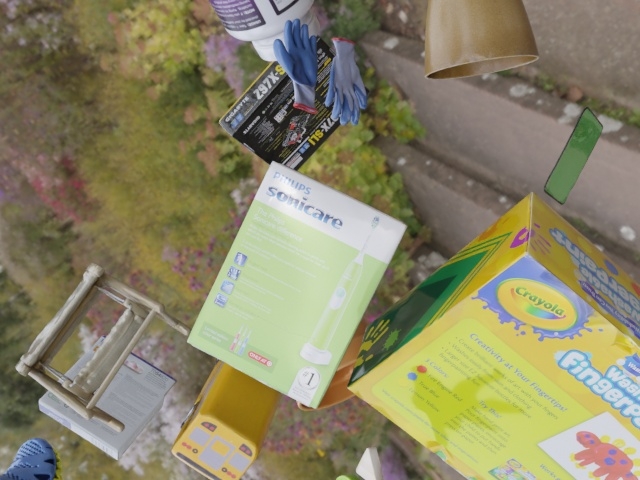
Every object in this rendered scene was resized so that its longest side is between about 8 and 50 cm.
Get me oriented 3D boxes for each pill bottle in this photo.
[{"bbox_3d":[-0.124,-0.471,1.348,0.181,0.181,0.323,37,164,49],"label":"pill bottle"}]

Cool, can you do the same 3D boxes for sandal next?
[{"bbox_3d":[-0.624,0.519,1.616,0.138,0.126,0.317,52,-164,-28],"label":"sandal"}]

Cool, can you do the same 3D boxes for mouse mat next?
[{"bbox_3d":[0.523,-0.171,1.642,0.007,0.189,0.152,31,-174,33],"label":"mouse mat"}]

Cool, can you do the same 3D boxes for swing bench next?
[{"bbox_3d":[-0.449,0.202,1.592,0.255,0.253,0.165,27,164,21],"label":"swing bench"}]

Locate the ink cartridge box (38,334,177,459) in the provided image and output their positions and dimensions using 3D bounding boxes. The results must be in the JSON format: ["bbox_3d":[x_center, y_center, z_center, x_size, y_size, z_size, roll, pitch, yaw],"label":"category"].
[{"bbox_3d":[-0.481,0.353,1.817,0.223,0.224,0.045,29,138,11],"label":"ink cartridge box"}]

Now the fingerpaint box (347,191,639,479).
[{"bbox_3d":[0.333,0.207,1.176,0.445,0.163,0.371,38,126,-11],"label":"fingerpaint box"}]

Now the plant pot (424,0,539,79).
[{"bbox_3d":[0.316,-0.483,1.655,0.237,0.237,0.254,-179,79,-75],"label":"plant pot"}]

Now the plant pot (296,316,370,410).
[{"bbox_3d":[0.033,0.284,2.083,0.203,0.291,0.291,62,174,25],"label":"plant pot"}]

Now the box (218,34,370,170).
[{"bbox_3d":[-0.059,-0.337,1.993,0.079,0.322,0.257,49,-171,37],"label":"box"}]

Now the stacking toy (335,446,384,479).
[{"bbox_3d":[0.163,0.623,1.781,0.309,0.130,0.279,-61,43,43],"label":"stacking toy"}]

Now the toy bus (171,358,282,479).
[{"bbox_3d":[-0.126,0.239,1.259,0.108,0.130,0.332,33,-155,-5],"label":"toy bus"}]

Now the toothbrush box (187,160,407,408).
[{"bbox_3d":[-0.028,0.059,1.134,0.206,0.283,0.122,26,-175,6],"label":"toothbrush box"}]

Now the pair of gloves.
[{"bbox_3d":[0.002,-0.275,1.305,0.023,0.198,0.159,-17,73,46],"label":"pair of gloves"}]
